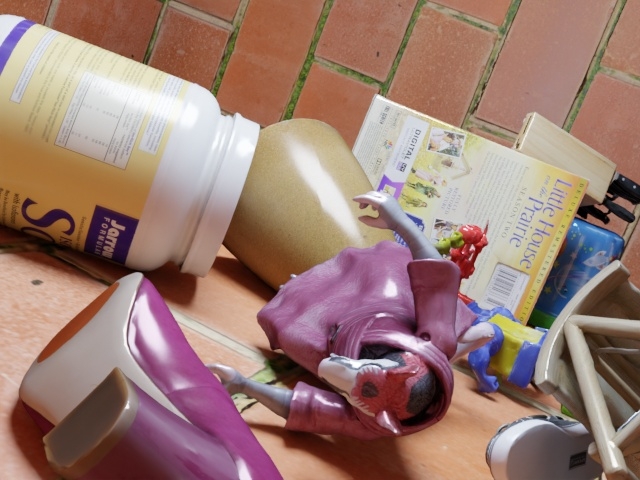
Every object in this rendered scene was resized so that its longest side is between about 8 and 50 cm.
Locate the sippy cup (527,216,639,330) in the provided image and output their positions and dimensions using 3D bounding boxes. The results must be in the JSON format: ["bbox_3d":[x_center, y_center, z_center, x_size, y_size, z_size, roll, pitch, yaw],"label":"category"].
[{"bbox_3d":[0.500,0.064,1.775,0.305,0.224,0.240,16,12,-31],"label":"sippy cup"}]

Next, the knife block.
[{"bbox_3d":[0.511,-0.126,1.683,0.242,0.088,0.275,18,-13,26],"label":"knife block"}]

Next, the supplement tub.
[{"bbox_3d":[-0.263,-0.103,1.043,0.331,0.241,0.241,20,11,-10],"label":"supplement tub"}]

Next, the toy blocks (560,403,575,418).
[{"bbox_3d":[0.471,0.150,1.184,0.191,0.261,0.381,24,11,13],"label":"toy blocks"}]

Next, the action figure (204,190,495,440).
[{"bbox_3d":[0.050,0.121,0.840,0.276,0.248,0.370,47,4,-13],"label":"action figure"}]

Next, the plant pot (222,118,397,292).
[{"bbox_3d":[0.000,0.000,1.196,0.237,0.237,0.254,12,30,-43],"label":"plant pot"}]

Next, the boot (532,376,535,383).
[{"bbox_3d":[0.294,0.181,1.294,0.087,0.042,0.118,18,8,13],"label":"boot"}]

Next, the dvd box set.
[{"bbox_3d":[0.237,-0.052,1.607,0.420,0.307,0.062,22,8,7],"label":"dvd box set"}]

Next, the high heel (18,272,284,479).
[{"bbox_3d":[-0.110,0.140,0.616,0.181,0.127,0.377,49,-2,-18],"label":"high heel"}]

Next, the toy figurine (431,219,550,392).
[{"bbox_3d":[0.242,0.111,1.162,0.217,0.191,0.362,30,14,17],"label":"toy figurine"}]

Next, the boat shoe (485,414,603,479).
[{"bbox_3d":[0.221,0.212,0.894,0.076,0.080,0.228,8,2,41],"label":"boat shoe"}]

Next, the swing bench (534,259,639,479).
[{"bbox_3d":[0.354,0.185,0.833,0.253,0.165,0.254,44,4,-14],"label":"swing bench"}]
